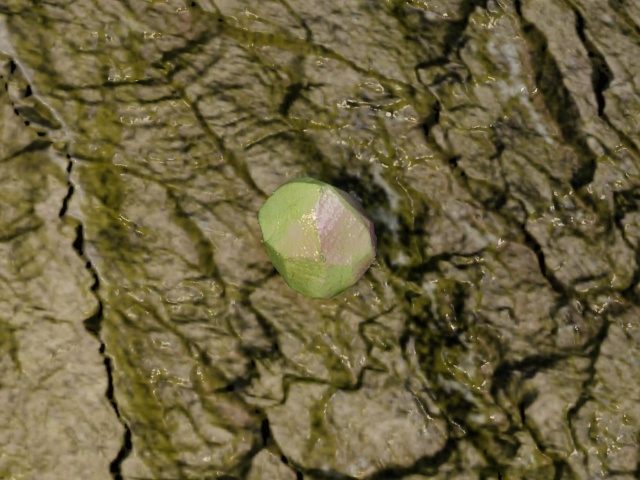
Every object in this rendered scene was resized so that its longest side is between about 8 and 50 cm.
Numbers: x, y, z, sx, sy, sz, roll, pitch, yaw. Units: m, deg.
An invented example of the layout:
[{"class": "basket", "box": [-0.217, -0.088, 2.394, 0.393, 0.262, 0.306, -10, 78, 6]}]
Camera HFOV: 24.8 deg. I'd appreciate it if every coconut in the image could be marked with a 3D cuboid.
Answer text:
[{"class": "coconut", "box": [0.000, 0.000, 1.022, 0.083, 0.081, 0.082, 2, 77, 20]}]
